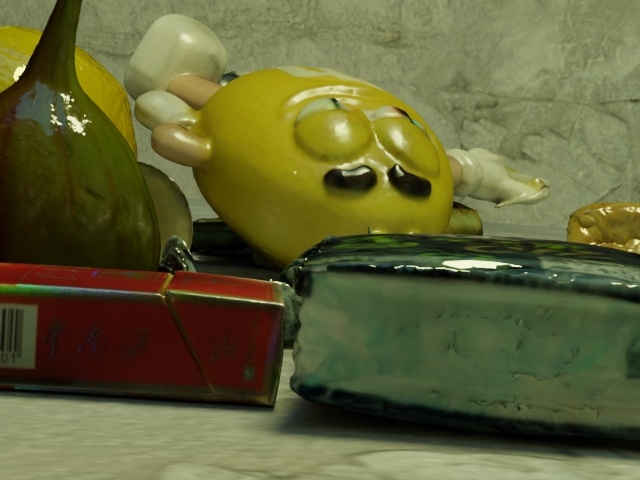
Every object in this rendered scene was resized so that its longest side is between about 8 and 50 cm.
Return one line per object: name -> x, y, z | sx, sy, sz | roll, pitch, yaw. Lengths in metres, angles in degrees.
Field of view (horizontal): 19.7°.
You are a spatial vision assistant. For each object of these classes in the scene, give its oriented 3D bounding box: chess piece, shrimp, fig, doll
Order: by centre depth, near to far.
fig -> -0.129, -0.062, 0.942 | 0.124, 0.236, 0.124 | 13, 0, 0
shrimp -> -0.008, 0.037, 1.038 | 0.174, 0.076, 0.082 | -2, -36, -23
chess piece -> -0.130, 0.007, 1.216 | 0.090, 0.090, 0.200 | 4, -8, -4
doll -> -0.002, -0.076, 1.558 | 0.423, 0.161, 0.348 | 24, 20, 32

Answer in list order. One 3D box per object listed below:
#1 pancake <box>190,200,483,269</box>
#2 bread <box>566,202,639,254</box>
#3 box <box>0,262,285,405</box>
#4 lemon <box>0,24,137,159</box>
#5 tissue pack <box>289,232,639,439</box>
pancake -> 0.006, 0.000, 1.786 | 0.304, 0.067, 0.427 | -4, 4, 3
bread -> 0.290, 0.017, 1.408 | 0.211, 0.083, 0.114 | 5, -2, 19
box -> -0.104, 0.038, 0.824 | 0.175, 0.048, 0.112 | 4, 3, -3
lemon -> -0.251, -0.078, 1.492 | 0.192, 0.192, 0.231 | 6, 3, 39
tissue pack -> 0.078, 0.038, 0.834 | 0.173, 0.073, 0.235 | 4, 3, 3
